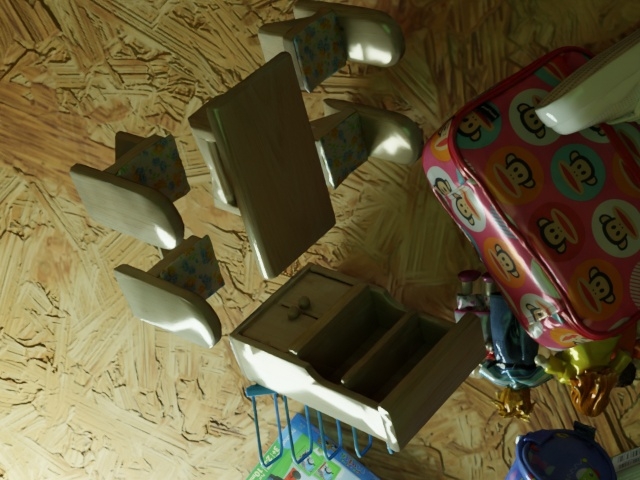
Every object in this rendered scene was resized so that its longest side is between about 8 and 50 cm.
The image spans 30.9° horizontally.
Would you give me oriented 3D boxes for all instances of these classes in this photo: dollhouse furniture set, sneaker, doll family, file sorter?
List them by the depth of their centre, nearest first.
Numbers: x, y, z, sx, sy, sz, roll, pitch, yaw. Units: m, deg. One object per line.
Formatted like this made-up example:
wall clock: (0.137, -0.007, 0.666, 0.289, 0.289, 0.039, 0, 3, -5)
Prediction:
sneaker: (0.363, -0.140, 1.192, 0.169, 0.293, 0.108, 61, 155, -7)
dollhouse furniture set: (0.000, 0.000, 1.255, 0.256, 0.362, 0.394, 18, 137, 39)
doll family: (0.260, 0.129, 1.354, 0.263, 0.118, 0.163, 2, 104, 17)
file sorter: (0.010, 0.215, 1.433, 0.170, 0.118, 0.104, -9, 88, 11)

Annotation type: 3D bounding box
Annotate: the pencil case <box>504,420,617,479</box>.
pencil case: (0.242, 0.353, 1.379, 0.133, 0.119, 0.306, 46, 132, 34)

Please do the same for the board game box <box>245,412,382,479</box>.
board game box: (0.004, 0.355, 1.533, 0.211, 0.039, 0.160, 37, 111, 5)

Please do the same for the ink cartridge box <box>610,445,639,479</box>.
ink cartridge box: (0.412, 0.353, 1.390, 0.109, 0.062, 0.209, -27, 94, 21)

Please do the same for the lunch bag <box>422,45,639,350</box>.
lunch bag: (0.281, -0.054, 1.256, 0.258, 0.120, 0.293, -34, 89, -23)
